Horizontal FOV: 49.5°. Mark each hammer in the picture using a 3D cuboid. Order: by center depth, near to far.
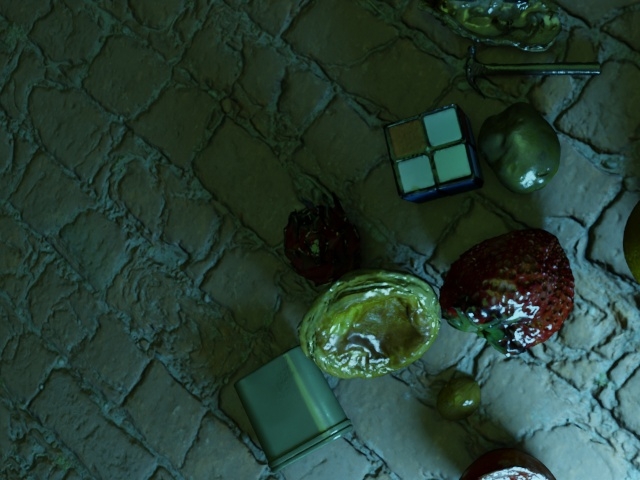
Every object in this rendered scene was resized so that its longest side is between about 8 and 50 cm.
[{"bbox_3d":[0.481,-0.389,1.581,0.297,0.027,0.125,2,113,16],"label":"hammer"}]

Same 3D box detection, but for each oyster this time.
[{"bbox_3d":[0.386,-0.518,1.611,0.344,0.078,0.129,18,88,16],"label":"oyster"}]

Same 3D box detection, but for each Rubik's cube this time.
[{"bbox_3d":[0.263,-0.193,1.600,0.183,0.167,0.180,-12,84,19],"label":"Rubik's cube"}]

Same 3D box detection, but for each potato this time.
[{"bbox_3d":[0.447,-0.205,1.551,0.154,0.137,0.201,-38,75,48],"label":"potato"}]

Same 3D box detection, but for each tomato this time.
[{"bbox_3d":[0.414,0.546,1.549,0.233,0.140,0.200,35,112,-17],"label":"tomato"}]

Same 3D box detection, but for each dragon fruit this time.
[{"bbox_3d":[0.000,0.000,1.661,0.193,0.274,0.192,6,53,45],"label":"dragon fruit"}]

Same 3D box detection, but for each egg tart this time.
[{"bbox_3d":[0.111,0.177,1.619,0.351,0.352,0.150,-32,37,17],"label":"egg tart"}]

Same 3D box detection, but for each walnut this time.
[{"bbox_3d":[0.322,0.377,1.630,0.091,0.052,0.121,46,106,12],"label":"walnut"}]

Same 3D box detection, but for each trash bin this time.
[{"bbox_3d":[-0.075,0.420,1.748,0.243,0.121,0.248,-34,74,17],"label":"trash bin"}]

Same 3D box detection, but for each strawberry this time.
[{"bbox_3d":[0.413,0.093,1.521,0.238,0.250,0.288,19,72,53],"label":"strawberry"}]

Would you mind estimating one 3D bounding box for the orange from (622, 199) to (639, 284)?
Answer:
[{"bbox_3d":[0.740,-0.002,1.367,0.274,0.274,0.275,0,89,21],"label":"orange"}]
